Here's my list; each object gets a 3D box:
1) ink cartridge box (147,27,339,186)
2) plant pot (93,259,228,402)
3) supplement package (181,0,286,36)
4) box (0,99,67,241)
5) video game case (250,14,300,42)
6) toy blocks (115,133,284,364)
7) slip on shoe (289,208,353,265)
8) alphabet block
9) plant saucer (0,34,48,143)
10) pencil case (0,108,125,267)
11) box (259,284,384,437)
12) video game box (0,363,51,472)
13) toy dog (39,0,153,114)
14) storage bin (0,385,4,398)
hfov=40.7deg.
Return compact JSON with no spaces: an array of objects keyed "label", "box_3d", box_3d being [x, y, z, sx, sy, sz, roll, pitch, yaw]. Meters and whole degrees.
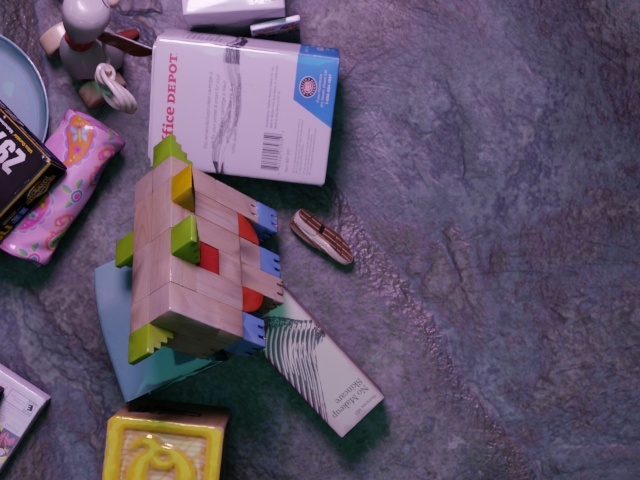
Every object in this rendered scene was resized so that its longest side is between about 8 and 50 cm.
[{"label":"ink cartridge box","box_3d":[-0.131,-0.233,1.498,0.307,0.129,0.223,7,112,-2]},{"label":"plant pot","box_3d":[-0.293,0.139,1.509,0.165,0.165,0.234,-25,83,-2]},{"label":"supplement package","box_3d":[-0.157,-0.520,1.508,0.175,0.177,0.293,-5,89,-1]},{"label":"box","box_3d":[-0.628,-0.139,1.462,0.322,0.079,0.257,44,89,12]},{"label":"video game case","box_3d":[-0.079,-0.369,1.536,0.087,0.122,0.011,-12,88,-2]},{"label":"toy blocks","box_3d":[-0.173,0.047,1.414,0.190,0.261,0.382,-31,48,32]},{"label":"slip on shoe","box_3d":[0.000,0.000,1.576,0.135,0.051,0.041,39,128,-9]},{"label":"alphabet block","box_3d":[-0.261,0.385,1.483,0.193,0.197,0.193,5,90,-2]},{"label":"plant saucer","box_3d":[-0.644,-0.226,1.557,0.317,0.044,0.318,0,89,-1]},{"label":"pencil case","box_3d":[-0.466,-0.090,1.527,0.124,0.124,0.284,32,89,-1]},{"label":"box","box_3d":[-0.018,0.210,1.544,0.113,0.094,0.275,-44,90,-1]},{"label":"video game box","box_3d":[-0.622,0.306,1.548,0.205,0.048,0.187,34,86,-1]},{"label":"toy dog","box_3d":[-0.360,-0.346,1.459,0.161,0.333,0.220,-38,116,-18]},{"label":"storage bin","box_3d":[-0.648,0.268,1.464,0.180,0.122,0.084,20,88,-1]}]
